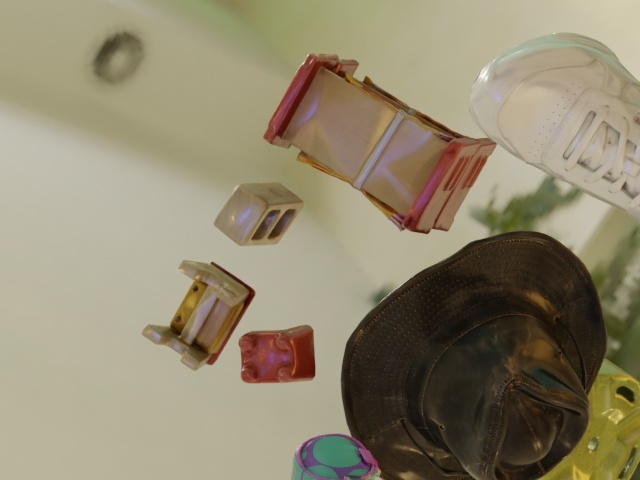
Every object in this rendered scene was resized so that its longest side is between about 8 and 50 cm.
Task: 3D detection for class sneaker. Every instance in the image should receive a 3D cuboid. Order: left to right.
[{"bbox_3d":[0.263,-0.079,1.446,0.305,0.114,0.152,19,-161,-29],"label":"sneaker"}]

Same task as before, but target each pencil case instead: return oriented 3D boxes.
[{"bbox_3d":[0.007,0.233,1.381,0.070,0.151,0.064,3,-155,-8],"label":"pencil case"}]

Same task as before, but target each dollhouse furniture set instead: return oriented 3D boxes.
[{"bbox_3d":[0.000,0.000,1.900,0.201,0.374,0.152,34,-168,15],"label":"dollhouse furniture set"}]

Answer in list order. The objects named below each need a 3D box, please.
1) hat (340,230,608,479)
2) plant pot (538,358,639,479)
[{"bbox_3d":[0.181,0.161,1.768,0.331,0.331,0.134,24,-160,-36],"label":"hat"},{"bbox_3d":[0.237,0.197,2.066,0.276,0.276,0.254,21,-177,-44],"label":"plant pot"}]
